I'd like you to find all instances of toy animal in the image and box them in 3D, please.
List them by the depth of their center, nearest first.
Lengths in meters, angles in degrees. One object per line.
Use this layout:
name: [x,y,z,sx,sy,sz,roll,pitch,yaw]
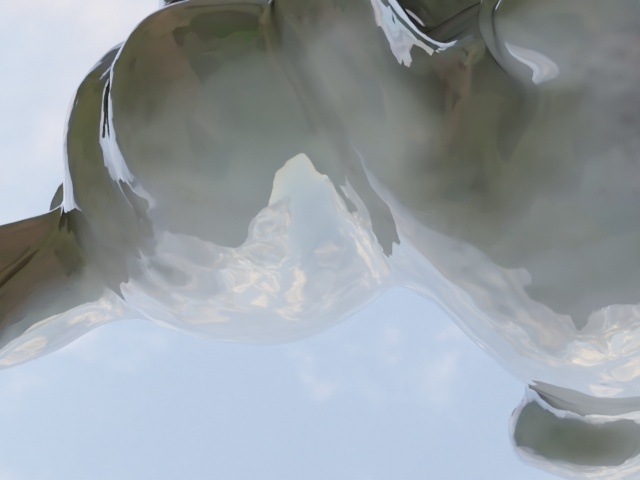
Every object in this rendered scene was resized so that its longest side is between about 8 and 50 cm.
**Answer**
toy animal: [0.001,-0.010,0.501,0.367,0.241,0.196,-2,-161,22]
